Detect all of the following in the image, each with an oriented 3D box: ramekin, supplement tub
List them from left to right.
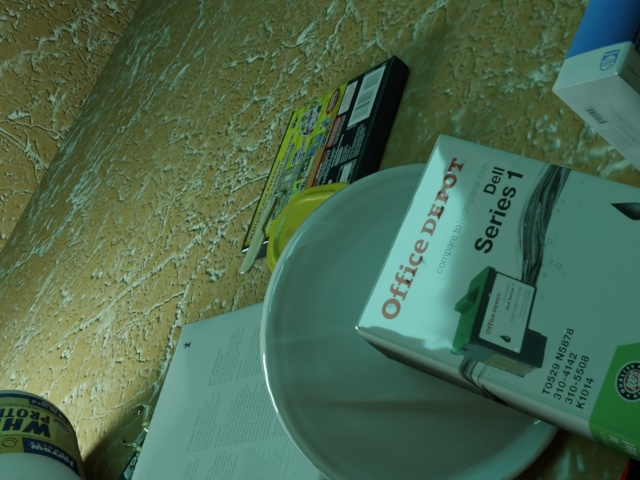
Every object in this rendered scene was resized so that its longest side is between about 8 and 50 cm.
[{"bbox_3d":[-0.443,0.371,1.326,0.228,0.228,0.316,-55,27,1],"label":"supplement tub"},{"bbox_3d":[0.072,0.078,0.788,0.272,0.273,0.127,-60,11,-10],"label":"ramekin"}]

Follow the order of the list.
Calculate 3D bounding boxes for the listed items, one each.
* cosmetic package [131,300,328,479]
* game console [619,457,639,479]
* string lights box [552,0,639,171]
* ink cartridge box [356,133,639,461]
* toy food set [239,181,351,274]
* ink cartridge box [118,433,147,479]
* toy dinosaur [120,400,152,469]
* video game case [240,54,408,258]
[{"bbox_3d":[-0.073,0.237,0.976,0.285,0.097,0.377,-16,45,36],"label":"cosmetic package"},{"bbox_3d":[0.338,0.141,0.509,0.387,0.060,0.341,13,76,63],"label":"game console"},{"bbox_3d":[0.317,-0.207,0.843,0.077,0.133,0.259,-5,55,58],"label":"string lights box"},{"bbox_3d":[0.156,0.037,0.640,0.220,0.092,0.160,19,79,26],"label":"ink cartridge box"},{"bbox_3d":[0.000,0.000,1.196,0.218,0.071,0.128,-3,64,52],"label":"toy food set"},{"bbox_3d":[-0.189,0.258,1.244,0.206,0.045,0.208,-56,25,-2],"label":"ink cartridge box"},{"bbox_3d":[-0.203,0.246,1.191,0.093,0.053,0.183,36,99,48],"label":"toy dinosaur"},{"bbox_3d":[0.004,-0.117,1.369,0.248,0.035,0.274,-20,44,49],"label":"video game case"}]
